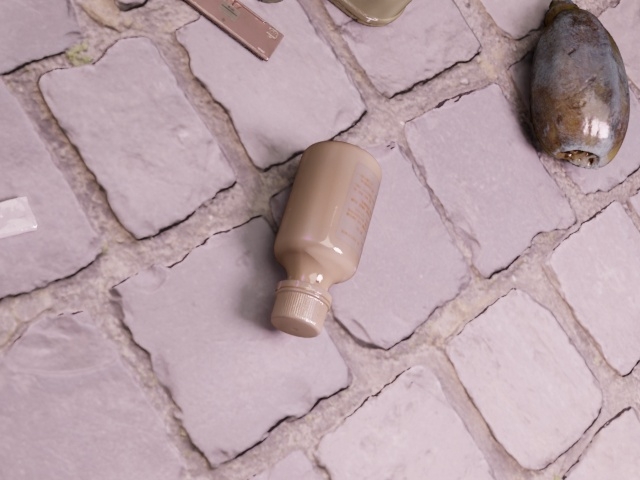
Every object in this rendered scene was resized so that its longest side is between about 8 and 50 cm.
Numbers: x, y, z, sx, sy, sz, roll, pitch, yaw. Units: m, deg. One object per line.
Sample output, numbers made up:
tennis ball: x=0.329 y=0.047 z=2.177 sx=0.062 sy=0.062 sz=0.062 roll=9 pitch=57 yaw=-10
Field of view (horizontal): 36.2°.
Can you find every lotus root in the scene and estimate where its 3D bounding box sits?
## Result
lotus root: x=0.414 y=-0.269 z=1.561 sx=0.158 sy=0.140 sz=0.322 roll=13 pitch=65 yaw=-24

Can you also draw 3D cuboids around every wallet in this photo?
wallet: x=-0.373 y=-0.022 z=1.132 sx=0.083 sy=0.011 sz=0.044 roll=-18 pitch=82 yaw=-31

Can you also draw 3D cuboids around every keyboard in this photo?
keyboard: x=-0.129 y=-0.316 z=1.359 sx=0.166 sy=0.017 sz=0.055 roll=36 pitch=65 yaw=-13

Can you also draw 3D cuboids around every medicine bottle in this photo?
medicine bottle: x=0.000 y=0.000 z=1.263 sx=0.114 sy=0.114 sz=0.252 roll=26 pitch=63 yaw=-19

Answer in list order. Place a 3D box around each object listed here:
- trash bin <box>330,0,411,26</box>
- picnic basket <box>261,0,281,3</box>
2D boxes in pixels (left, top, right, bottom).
trash bin: x=0.074 y=-0.442 z=1.374 sx=0.243 sy=0.247 sz=0.121 roll=37 pitch=62 yaw=-14
picnic basket: x=-0.071 y=-0.380 z=1.384 sx=0.083 sy=0.065 sz=0.083 roll=-7 pitch=93 yaw=-25
